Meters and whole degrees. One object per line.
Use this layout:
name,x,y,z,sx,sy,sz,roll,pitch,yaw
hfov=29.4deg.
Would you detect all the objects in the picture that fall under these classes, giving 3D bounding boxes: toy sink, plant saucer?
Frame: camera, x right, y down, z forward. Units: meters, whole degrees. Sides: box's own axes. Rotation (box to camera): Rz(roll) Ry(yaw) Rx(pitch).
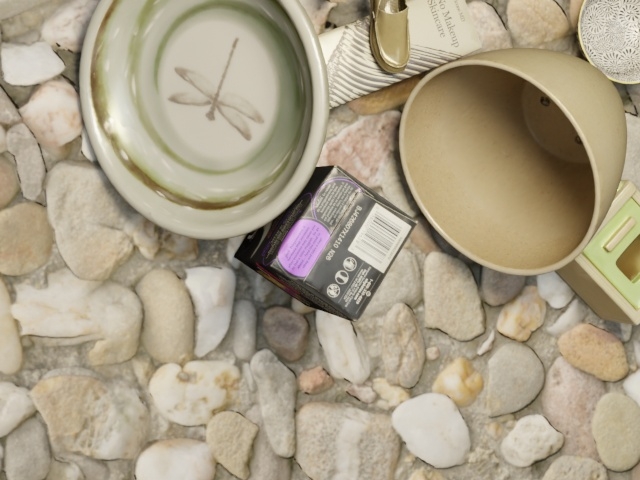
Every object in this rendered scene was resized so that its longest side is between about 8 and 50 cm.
toy sink,0.438,-0.005,1.895,0.234,0.131,0.153,46,81,-12
plant saucer,-0.148,-0.205,1.678,0.400,0.100,0.401,7,105,28

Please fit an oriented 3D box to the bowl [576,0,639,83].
bowl,0.463,-0.328,1.913,0.170,0.080,0.170,-1,93,-15

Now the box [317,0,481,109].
box,0.089,-0.282,1.810,0.275,0.094,0.113,-24,97,-12

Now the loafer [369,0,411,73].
loafer,0.098,-0.311,1.737,0.056,0.050,0.148,-11,92,-13

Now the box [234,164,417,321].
box,0.000,0.000,1.708,0.143,0.270,0.165,34,84,-14

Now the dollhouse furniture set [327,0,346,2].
dollhouse furniture set,-0.032,-0.428,1.761,0.123,0.144,0.151,0,107,-10

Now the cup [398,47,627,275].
cup,0.315,-0.150,1.789,0.237,0.331,0.331,-36,102,-39
